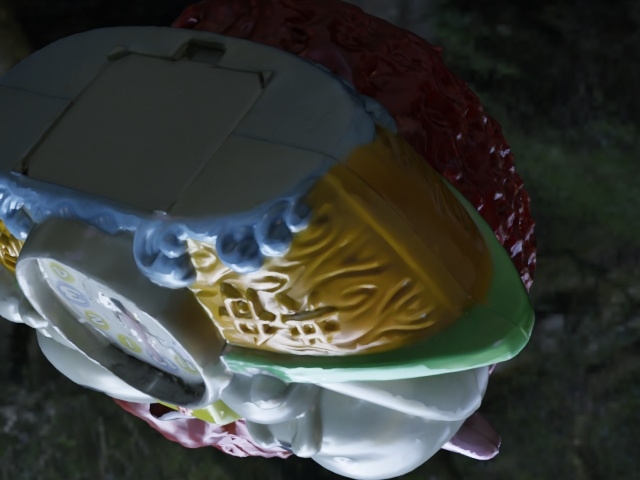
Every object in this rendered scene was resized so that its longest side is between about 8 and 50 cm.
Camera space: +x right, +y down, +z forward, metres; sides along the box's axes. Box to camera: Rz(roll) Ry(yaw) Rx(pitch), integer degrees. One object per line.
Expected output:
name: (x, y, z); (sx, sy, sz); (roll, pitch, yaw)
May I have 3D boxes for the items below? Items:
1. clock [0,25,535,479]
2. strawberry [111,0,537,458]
clock: (-0.030, 0.008, 0.487); (0.231, 0.144, 0.103); (17, -121, 39)
strawberry: (-0.014, -0.002, 0.973); (0.291, 0.292, 0.310); (3, 168, 15)
